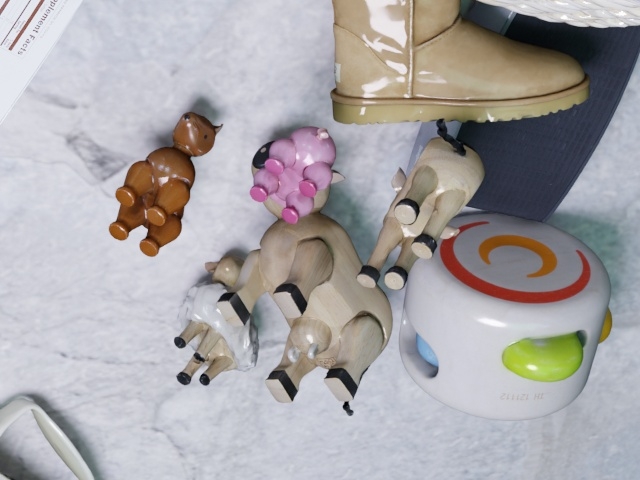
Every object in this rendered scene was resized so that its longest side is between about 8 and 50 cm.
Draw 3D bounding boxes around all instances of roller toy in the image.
[{"bbox_3d":[0.177,0.076,1.259,0.191,0.209,0.146,20,125,20],"label":"roller toy"}]

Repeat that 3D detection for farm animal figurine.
[{"bbox_3d":[0.000,0.000,1.155,0.330,0.172,0.326,8,132,26],"label":"farm animal figurine"}]

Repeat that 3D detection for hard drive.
[{"bbox_3d":[0.197,-0.134,1.203,0.172,0.054,0.254,11,120,-20],"label":"hard drive"}]

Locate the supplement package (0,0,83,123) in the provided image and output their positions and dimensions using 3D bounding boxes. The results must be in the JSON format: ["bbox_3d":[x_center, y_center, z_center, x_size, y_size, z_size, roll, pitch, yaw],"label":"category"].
[{"bbox_3d":[-0.298,-0.211,0.944,0.203,0.194,0.149,28,113,-28],"label":"supplement package"}]

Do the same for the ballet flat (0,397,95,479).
[{"bbox_3d":[-0.356,0.217,1.263,0.182,0.164,0.483,-50,129,-6],"label":"ballet flat"}]

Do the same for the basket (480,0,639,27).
[{"bbox_3d":[0.154,-0.331,0.869,0.331,0.266,0.328,12,94,-18],"label":"basket"}]

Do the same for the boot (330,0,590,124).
[{"bbox_3d":[0.109,-0.233,1.058,0.236,0.089,0.269,-5,111,-6],"label":"boot"}]
